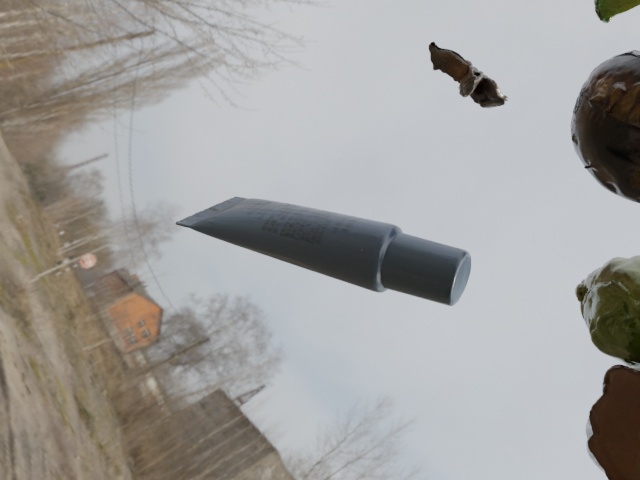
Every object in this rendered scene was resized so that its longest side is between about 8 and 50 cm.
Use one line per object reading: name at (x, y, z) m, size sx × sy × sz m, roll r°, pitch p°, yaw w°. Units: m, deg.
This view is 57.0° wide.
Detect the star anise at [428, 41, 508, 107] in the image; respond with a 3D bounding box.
star anise at (0.329, -0.343, 1.276) m, size 0.063 × 0.172 × 0.208 m, roll -54°, pitch -137°, yaw 23°

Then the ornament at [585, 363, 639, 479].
ornament at (0.571, 0.340, 1.027) m, size 0.217 × 0.221 × 0.235 m, roll 49°, pitch 22°, yaw -62°

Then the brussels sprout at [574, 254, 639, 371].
brussels sprout at (0.640, 0.147, 1.115) m, size 0.316 × 0.274 × 0.242 m, roll -36°, pitch 133°, yaw -78°

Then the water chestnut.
water chestnut at (0.510, -0.179, 0.802) m, size 0.300 × 0.300 × 0.300 m, roll 47°, pitch -27°, yaw 33°

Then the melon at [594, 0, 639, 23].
melon at (0.676, -0.584, 1.075) m, size 0.226 × 0.343 × 0.331 m, roll 25°, pitch -45°, yaw 24°

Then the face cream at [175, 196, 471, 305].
face cream at (0.000, 0.000, 0.772) m, size 0.385 × 0.136 × 0.086 m, roll 15°, pitch -63°, yaw 27°
